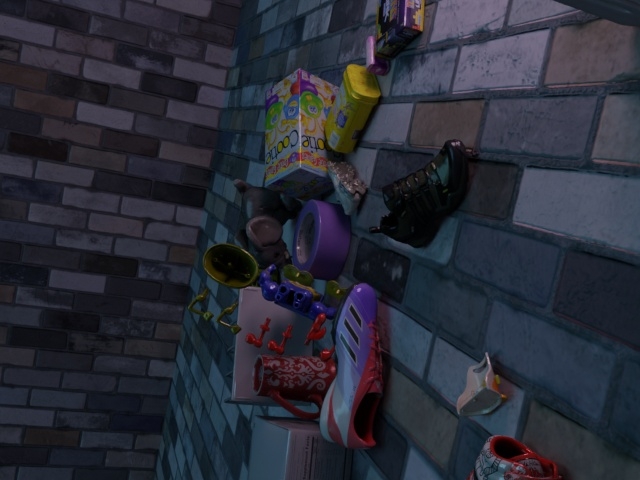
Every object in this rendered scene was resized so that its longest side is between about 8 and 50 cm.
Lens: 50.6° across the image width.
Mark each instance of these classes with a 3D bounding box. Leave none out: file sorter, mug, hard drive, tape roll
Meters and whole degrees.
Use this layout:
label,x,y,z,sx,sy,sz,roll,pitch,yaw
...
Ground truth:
label,x,y,z,sx,sy,sz,roll,pitch,yaw
file sorter,-0.137,0.278,1.721,0.173,0.192,0.278,139,137,-65
mug,-0.058,0.315,1.515,0.150,0.169,0.113,-133,56,-66
hard drive,-0.047,-0.107,1.858,0.203,0.040,0.308,176,102,-69
tape roll,0.000,0.000,1.630,0.189,0.080,0.189,-172,90,-70

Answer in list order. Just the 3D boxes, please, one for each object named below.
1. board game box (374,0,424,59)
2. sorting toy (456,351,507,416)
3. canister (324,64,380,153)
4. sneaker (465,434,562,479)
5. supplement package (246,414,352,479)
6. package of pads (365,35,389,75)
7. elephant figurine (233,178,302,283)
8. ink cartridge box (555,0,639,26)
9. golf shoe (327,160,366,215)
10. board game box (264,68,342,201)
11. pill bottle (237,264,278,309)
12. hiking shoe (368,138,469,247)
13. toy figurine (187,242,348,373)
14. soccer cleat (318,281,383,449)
label,x,y,z,sx,sy,sz,roll,pitch,yaw
board game box,0.168,-0.494,1.439,0.141,0.048,0.170,152,125,-67
sorting toy,0.232,0.204,0.974,0.083,0.045,0.075,120,159,-45
canister,0.070,-0.305,1.585,0.126,0.073,0.170,-100,26,-42
sneaker,0.248,0.351,0.790,0.270,0.090,0.145,-118,39,-63
supplement package,-0.053,0.498,1.458,0.262,0.145,0.204,161,117,-68
package of pads,0.127,-0.412,1.510,0.032,0.050,0.083,136,140,-58
elephant figurine,-0.142,-0.011,1.736,0.169,0.186,0.239,62,-142,-59
ink cartridge box,0.330,-0.401,0.703,0.131,0.226,0.306,-129,52,-64
golf shoe,0.049,-0.125,1.578,0.176,0.069,0.086,-110,29,-55
board game box,-0.044,-0.262,1.704,0.144,0.142,0.275,-23,61,44
pill bottle,-0.186,0.123,2.019,0.119,0.119,0.208,131,142,-55
hiking shoe,0.168,-0.079,1.158,0.086,0.114,0.227,-104,31,-47
toy figurine,-0.093,0.147,1.544,0.217,0.362,0.191,39,-109,-82
soccer cleat,0.081,0.240,1.305,0.116,0.108,0.318,4,82,48
